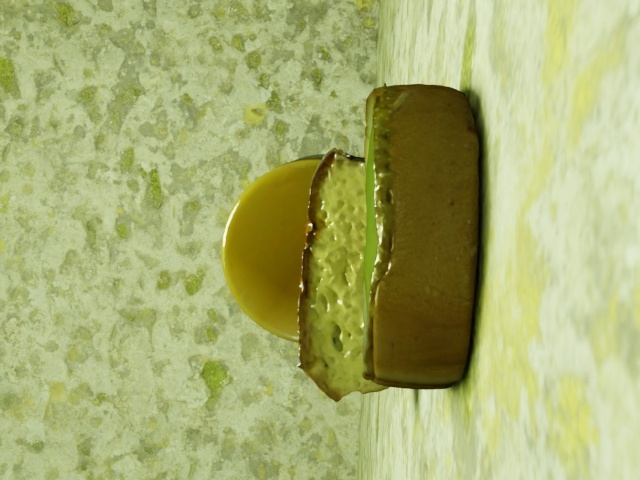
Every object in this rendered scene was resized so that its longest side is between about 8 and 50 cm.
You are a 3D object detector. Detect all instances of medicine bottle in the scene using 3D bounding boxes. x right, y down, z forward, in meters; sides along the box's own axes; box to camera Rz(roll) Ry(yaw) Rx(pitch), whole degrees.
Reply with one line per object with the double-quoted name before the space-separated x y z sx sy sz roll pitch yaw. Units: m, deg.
"medicine bottle" 0.000 0.000 0.877 0.232 0.238 0.237 -66 -21 -79

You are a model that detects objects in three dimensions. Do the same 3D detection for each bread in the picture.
"bread" 0.066 -0.005 0.470 0.236 0.070 0.236 2 -90 -87
"bread" 0.046 0.035 0.683 0.134 0.129 0.260 -41 -44 -85
